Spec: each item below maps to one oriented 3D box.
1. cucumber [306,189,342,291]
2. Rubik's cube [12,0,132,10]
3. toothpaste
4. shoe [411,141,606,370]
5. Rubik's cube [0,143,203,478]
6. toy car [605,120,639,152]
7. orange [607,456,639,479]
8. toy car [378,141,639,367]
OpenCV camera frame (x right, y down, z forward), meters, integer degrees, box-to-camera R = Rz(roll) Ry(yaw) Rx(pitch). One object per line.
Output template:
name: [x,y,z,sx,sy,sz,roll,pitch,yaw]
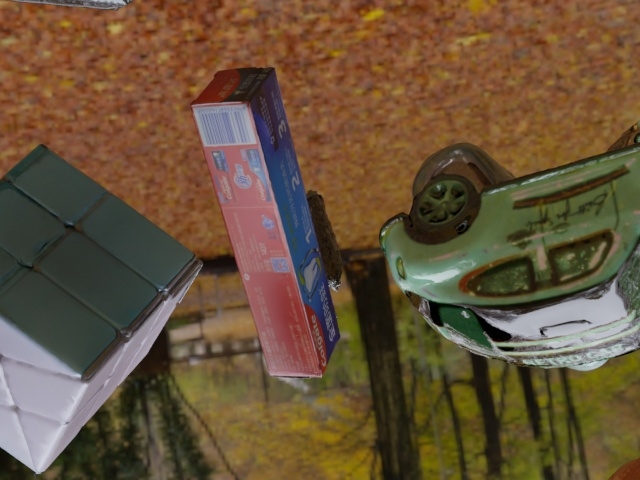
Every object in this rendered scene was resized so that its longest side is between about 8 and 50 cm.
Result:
cucumber: [0.000,0.000,1.604,0.053,0.181,0.053,-10,139,-9]
Rubik's cube: [-0.339,-0.423,1.196,0.246,0.250,0.248,-3,-147,-36]
toothpaste: [-0.048,-0.009,1.055,0.066,0.320,0.076,0,-148,20]
shoe: [0.154,0.006,0.916,0.100,0.251,0.103,10,123,-50]
Rubik's cube: [-0.307,0.077,1.171,0.224,0.231,0.221,-54,180,-44]
toy car: [0.397,-0.107,1.444,0.122,0.035,0.059,-42,177,-18]
orange: [0.481,0.454,1.416,0.274,0.274,0.310,-13,134,40]
toy car: [0.192,0.014,0.740,0.306,0.125,0.136,-14,140,25]
